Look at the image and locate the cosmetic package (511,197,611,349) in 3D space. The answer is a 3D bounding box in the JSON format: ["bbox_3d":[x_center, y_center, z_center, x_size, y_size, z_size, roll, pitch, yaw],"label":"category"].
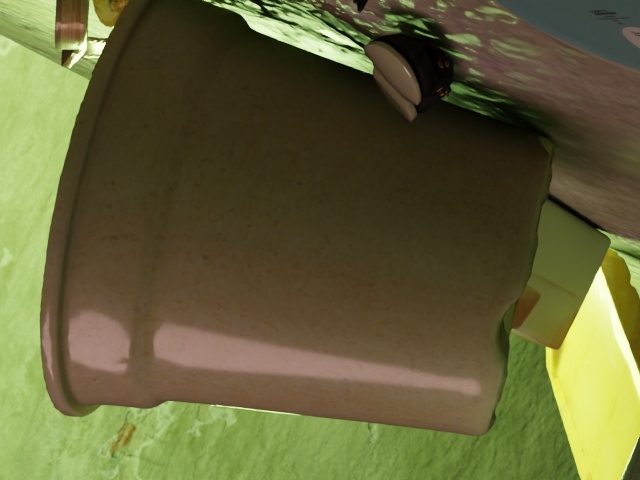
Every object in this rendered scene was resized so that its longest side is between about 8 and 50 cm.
[{"bbox_3d":[0.122,-0.011,1.406,0.153,0.129,0.296,24,178,45],"label":"cosmetic package"}]

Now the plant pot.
[{"bbox_3d":[0.000,0.000,1.096,0.305,0.333,0.334,13,177,6],"label":"plant pot"}]

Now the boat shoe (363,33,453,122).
[{"bbox_3d":[0.057,-0.108,0.928,0.049,0.042,0.133,50,-179,8],"label":"boat shoe"}]

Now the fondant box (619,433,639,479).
[{"bbox_3d":[0.364,0.183,0.840,0.330,0.096,0.238,-20,117,46],"label":"fondant box"}]

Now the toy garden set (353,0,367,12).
[{"bbox_3d":[-0.086,-0.176,0.675,0.204,0.049,0.244,23,177,43],"label":"toy garden set"}]

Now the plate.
[{"bbox_3d":[0.120,-0.098,0.614,0.188,0.024,0.188,25,177,1],"label":"plate"}]

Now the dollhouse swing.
[{"bbox_3d":[0.415,0.194,1.617,0.315,0.347,0.305,1,141,-17],"label":"dollhouse swing"}]

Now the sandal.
[{"bbox_3d":[-0.164,-0.177,1.177,0.079,0.088,0.240,3,-174,-8],"label":"sandal"}]
